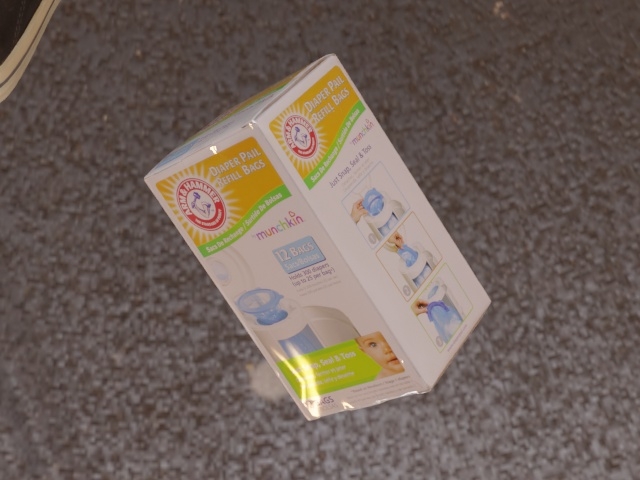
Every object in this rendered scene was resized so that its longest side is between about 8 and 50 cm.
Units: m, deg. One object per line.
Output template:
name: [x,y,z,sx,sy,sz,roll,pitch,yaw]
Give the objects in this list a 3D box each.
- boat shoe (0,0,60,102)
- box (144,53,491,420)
boat shoe: [-0.290,-0.301,1.087,0.187,0.500,0.156,-2,132,7]
box: [0.000,0.000,0.829,0.114,0.103,0.203,-21,108,41]
